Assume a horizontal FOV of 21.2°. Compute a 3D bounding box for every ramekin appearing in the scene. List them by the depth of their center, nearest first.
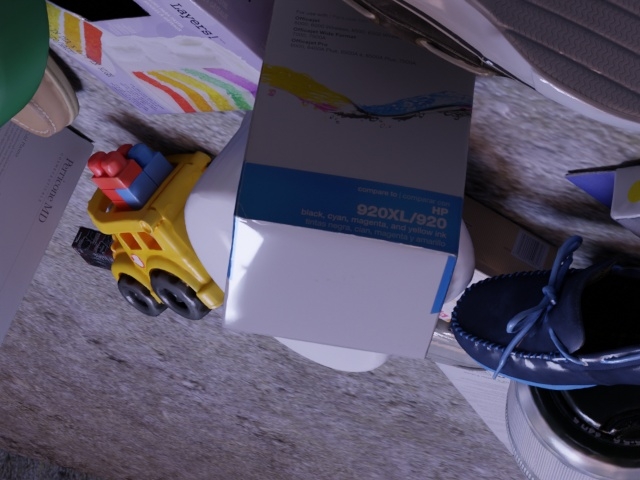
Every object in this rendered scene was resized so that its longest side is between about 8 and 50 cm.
[{"bbox_3d":[0.000,0.000,1.655,0.277,0.135,0.277,33,155,18],"label":"ramekin"}]

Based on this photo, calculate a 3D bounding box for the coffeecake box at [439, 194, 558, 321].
[{"bbox_3d":[0.133,0.018,1.786,0.142,0.068,0.185,28,161,-20],"label":"coffeecake box"}]

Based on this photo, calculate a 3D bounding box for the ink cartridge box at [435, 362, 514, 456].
[{"bbox_3d":[0.273,0.202,2.148,0.176,0.069,0.371,11,156,29],"label":"ink cartridge box"}]

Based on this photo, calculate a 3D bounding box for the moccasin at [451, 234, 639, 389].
[{"bbox_3d":[0.260,0.058,1.541,0.342,0.137,0.117,-2,149,37],"label":"moccasin"}]

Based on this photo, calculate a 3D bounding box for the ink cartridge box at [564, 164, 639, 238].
[{"bbox_3d":[0.409,0.025,1.501,0.304,0.072,0.307,32,157,-28],"label":"ink cartridge box"}]

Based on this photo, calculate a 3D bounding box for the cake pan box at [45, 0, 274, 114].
[{"bbox_3d":[-0.153,-0.205,1.492,0.246,0.070,0.267,1,152,43],"label":"cake pan box"}]

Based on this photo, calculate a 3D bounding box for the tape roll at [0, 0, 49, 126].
[{"bbox_3d":[-0.382,-0.218,1.465,0.321,0.077,0.321,21,134,23],"label":"tape roll"}]

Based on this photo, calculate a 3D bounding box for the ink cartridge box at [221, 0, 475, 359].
[{"bbox_3d":[0.025,-0.056,1.345,0.168,0.232,0.171,9,148,-1],"label":"ink cartridge box"}]

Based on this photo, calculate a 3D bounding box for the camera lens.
[{"bbox_3d":[0.303,0.163,1.759,0.219,0.219,0.274,19,161,10],"label":"camera lens"}]

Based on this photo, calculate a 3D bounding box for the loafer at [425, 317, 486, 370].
[{"bbox_3d":[0.083,0.079,1.947,0.320,0.112,0.111,19,153,7],"label":"loafer"}]

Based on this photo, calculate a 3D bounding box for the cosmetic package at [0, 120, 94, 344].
[{"bbox_3d":[-0.447,-0.012,1.865,0.284,0.377,0.097,36,158,-33],"label":"cosmetic package"}]

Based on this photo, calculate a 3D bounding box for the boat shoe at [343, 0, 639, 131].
[{"bbox_3d":[0.128,-0.176,1.214,0.335,0.121,0.119,31,170,7],"label":"boat shoe"}]

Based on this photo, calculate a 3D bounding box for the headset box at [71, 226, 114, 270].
[{"bbox_3d":[-0.284,0.017,2.310,0.083,0.032,0.062,15,160,23],"label":"headset box"}]

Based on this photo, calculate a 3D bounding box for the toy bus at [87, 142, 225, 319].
[{"bbox_3d":[-0.187,-0.029,1.928,0.211,0.149,0.220,46,155,-24],"label":"toy bus"}]

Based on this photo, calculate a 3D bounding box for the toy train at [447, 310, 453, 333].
[{"bbox_3d":[0.174,0.077,1.753,0.036,0.027,0.158,20,163,-14],"label":"toy train"}]

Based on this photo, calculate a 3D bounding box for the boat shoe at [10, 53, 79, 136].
[{"bbox_3d":[-0.383,-0.187,1.726,0.122,0.110,0.341,5,155,42],"label":"boat shoe"}]
